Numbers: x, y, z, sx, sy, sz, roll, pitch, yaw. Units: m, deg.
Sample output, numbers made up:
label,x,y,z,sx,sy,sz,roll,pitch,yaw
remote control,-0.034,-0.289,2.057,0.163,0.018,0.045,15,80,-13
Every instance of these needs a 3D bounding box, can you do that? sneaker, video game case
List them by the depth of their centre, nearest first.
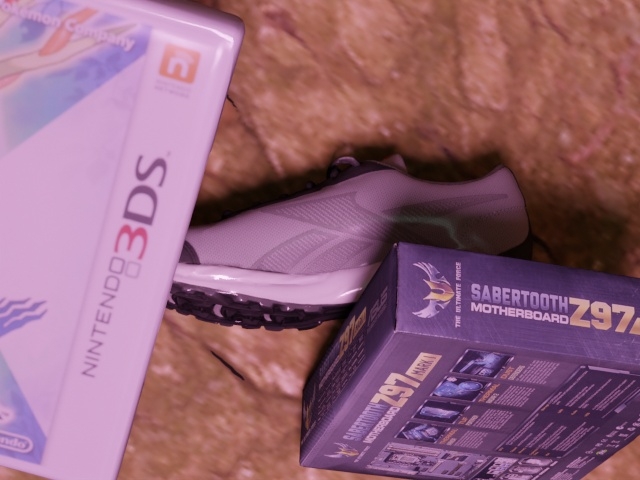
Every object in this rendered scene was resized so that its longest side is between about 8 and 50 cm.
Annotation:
label,x,y,z,sx,sy,sz,roll,pitch,yaw
video game case,-0.238,-0.027,0.757,0.329,0.036,0.300,16,113,-5
sneaker,0.000,0.000,0.854,0.271,0.100,0.108,0,79,-4

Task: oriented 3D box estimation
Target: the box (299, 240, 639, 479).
label,x,y,z,sx,sy,sz,roll,pitch,yaw
box,0.099,0.086,0.820,0.183,0.233,0.059,8,61,-10
